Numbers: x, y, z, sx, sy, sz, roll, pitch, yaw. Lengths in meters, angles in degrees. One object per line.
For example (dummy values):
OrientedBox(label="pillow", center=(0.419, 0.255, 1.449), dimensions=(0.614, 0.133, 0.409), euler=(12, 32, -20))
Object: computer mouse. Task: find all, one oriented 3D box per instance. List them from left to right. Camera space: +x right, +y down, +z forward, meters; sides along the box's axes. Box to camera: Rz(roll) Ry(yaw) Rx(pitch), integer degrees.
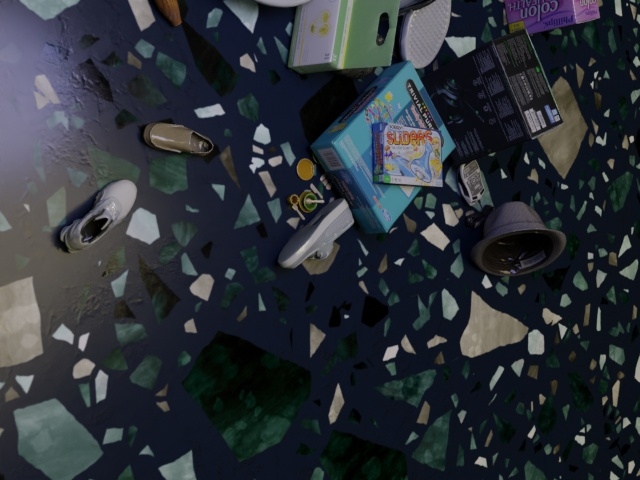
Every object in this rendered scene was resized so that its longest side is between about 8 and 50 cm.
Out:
OrientedBox(label="computer mouse", center=(0.399, -0.132, 2.053), dimensions=(0.106, 0.042, 0.193), euler=(-35, 117, -27))

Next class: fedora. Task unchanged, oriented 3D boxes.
OrientedBox(label="fedora", center=(0.506, -0.015, 2.034), dimensions=(0.275, 0.244, 0.124), euler=(58, 25, -58))

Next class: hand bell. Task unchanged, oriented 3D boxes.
OrientedBox(label="hand bell", center=(-0.321, -0.515, 1.460), dimensions=(0.126, 0.126, 0.242), euler=(-47, 130, -27))

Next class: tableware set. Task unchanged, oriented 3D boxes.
OrientedBox(label="tableware set", center=(-0.020, -0.130, 1.735), dimensions=(0.104, 0.024, 0.154), euler=(51, 62, -26))

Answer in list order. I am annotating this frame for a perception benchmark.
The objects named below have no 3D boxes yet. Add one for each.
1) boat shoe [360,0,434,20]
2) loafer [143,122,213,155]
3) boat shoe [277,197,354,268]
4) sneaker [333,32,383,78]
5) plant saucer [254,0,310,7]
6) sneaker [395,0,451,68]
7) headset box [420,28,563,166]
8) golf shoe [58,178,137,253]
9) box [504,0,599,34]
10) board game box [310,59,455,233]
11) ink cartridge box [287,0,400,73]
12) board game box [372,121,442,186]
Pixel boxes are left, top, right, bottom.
OrientedBox(label="boat shoe", center=(0.229, -0.580, 1.719), dimensions=(0.340, 0.113, 0.127), euler=(-29, 116, -21))
OrientedBox(label="loafer", center=(-0.272, -0.199, 1.519), dimensions=(0.148, 0.050, 0.056), euler=(5, 87, -38))
OrientedBox(label="boat shoe", center=(0.000, 0.000, 1.717), dimensions=(0.227, 0.079, 0.081), euler=(-46, 113, -32))
OrientedBox(label="sneaker", center=(0.103, -0.478, 1.788), dimensions=(0.130, 0.087, 0.227), euler=(10, 88, -39))
OrientedBox(label="plant saucer", center=(-0.125, -0.671, 1.594), dimensions=(0.400, 0.100, 0.400), euler=(0, 90, -38))
OrientedBox(label="sneaker", center=(0.238, -0.578, 1.873), dimensions=(0.126, 0.127, 0.321), euler=(4, 104, -34))
OrientedBox(label="headset box", center=(0.402, -0.335, 1.894), dimensions=(0.131, 0.283, 0.246), euler=(-25, 93, -33))
OrientedBox(label="golf shoe", center=(-0.386, -0.044, 1.412), dimensions=(0.069, 0.086, 0.176), euler=(51, 61, -25))
OrientedBox(label="box", center=(0.607, -0.688, 2.093), dimensions=(0.117, 0.213, 0.243), euler=(-23, 105, -36))
OrientedBox(label="board game box", center=(0.156, -0.219, 1.822), dimensions=(0.336, 0.079, 0.254), euler=(-49, 119, -32))
OrientedBox(label="ink cartridge box", center=(0.047, -0.446, 1.647), dimensions=(0.056, 0.235, 0.171), euler=(16, 81, -51))
OrientedBox(label="board game box", center=(0.201, -0.193, 1.784), dimensions=(0.201, 0.035, 0.136), euler=(-1, 89, -42))
